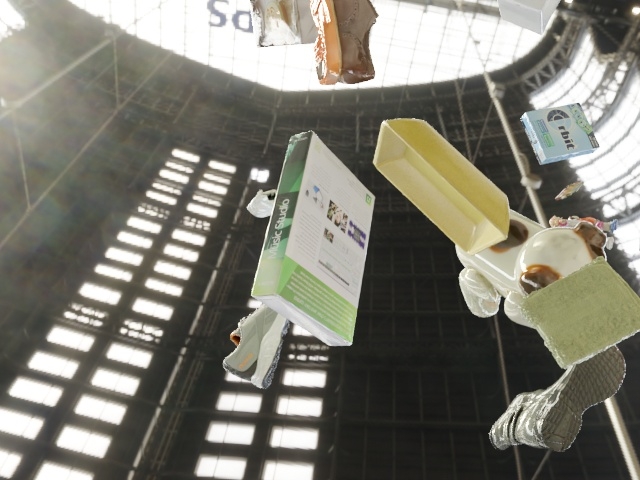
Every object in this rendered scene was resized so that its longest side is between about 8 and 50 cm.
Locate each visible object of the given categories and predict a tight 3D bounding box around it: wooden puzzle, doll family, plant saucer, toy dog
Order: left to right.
[{"bbox_3d":[0.269,-0.123,1.313,0.333,0.333,0.081,45,-95,7],"label":"plant saucer"},{"bbox_3d":[0.538,0.045,1.494,0.284,0.395,0.408,-32,-165,-10],"label":"toy dog"},{"bbox_3d":[0.555,-0.111,1.330,0.083,0.049,0.006,-38,-85,-32],"label":"wooden puzzle"},{"bbox_3d":[0.739,-0.009,1.725,0.163,0.118,0.263,8,-174,38],"label":"doll family"}]

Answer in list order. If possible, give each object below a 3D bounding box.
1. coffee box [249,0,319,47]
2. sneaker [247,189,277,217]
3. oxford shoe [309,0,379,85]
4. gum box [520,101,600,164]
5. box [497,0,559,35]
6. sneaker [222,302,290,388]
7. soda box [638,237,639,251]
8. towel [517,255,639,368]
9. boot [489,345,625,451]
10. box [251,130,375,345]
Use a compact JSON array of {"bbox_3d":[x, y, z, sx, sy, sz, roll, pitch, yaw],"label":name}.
[{"bbox_3d":[-0.088,-0.609,1.647,0.098,0.141,0.246,-18,-158,-30],"label":"coffee box"},{"bbox_3d":[-0.103,-0.088,1.435,0.152,0.061,0.054,-3,-137,-50],"label":"sneaker"},{"bbox_3d":[0.053,-0.512,1.302,0.133,0.363,0.130,-2,177,-13],"label":"oxford shoe"},{"bbox_3d":[0.700,-0.315,1.746,0.184,0.041,0.157,-12,-108,-14],"label":"gum box"},{"bbox_3d":[0.405,-0.481,1.120,0.091,0.130,0.170,29,-167,16],"label":"box"},{"bbox_3d":[-0.118,0.171,1.230,0.108,0.100,0.271,15,-138,4],"label":"sneaker"},{"bbox_3d":[0.796,-0.026,1.335,0.060,0.169,0.053,31,-135,0],"label":"soda box"},{"bbox_3d":[0.342,0.093,0.772,0.148,0.027,0.110,-26,-115,-12],"label":"towel"},{"bbox_3d":[0.403,0.267,1.041,0.246,0.161,0.083,-37,-91,-24],"label":"boot"},{"bbox_3d":[0.000,0.000,1.077,0.058,0.232,0.322,-10,-124,34],"label":"box"}]
